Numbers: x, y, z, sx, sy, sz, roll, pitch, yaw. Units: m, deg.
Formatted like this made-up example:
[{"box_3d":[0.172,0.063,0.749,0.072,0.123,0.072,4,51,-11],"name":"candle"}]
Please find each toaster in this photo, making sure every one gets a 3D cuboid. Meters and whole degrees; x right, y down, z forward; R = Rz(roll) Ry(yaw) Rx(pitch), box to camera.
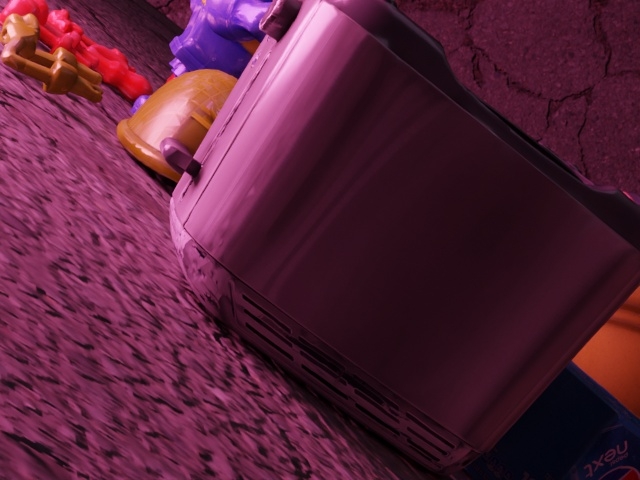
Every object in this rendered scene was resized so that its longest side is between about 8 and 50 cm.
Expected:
[{"box_3d":[0.041,-0.001,0.681,0.227,0.146,0.129,37,6,-17],"name":"toaster"}]

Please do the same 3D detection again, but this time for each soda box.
[{"box_3d":[0.081,0.067,0.789,0.067,0.071,0.210,34,7,-43],"name":"soda box"}]

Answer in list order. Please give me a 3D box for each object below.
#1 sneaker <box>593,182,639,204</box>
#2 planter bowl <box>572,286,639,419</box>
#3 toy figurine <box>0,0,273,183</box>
[{"box_3d":[0.137,-0.014,1.019,0.350,0.148,0.131,49,21,-39],"name":"sneaker"},{"box_3d":[0.168,0.089,0.906,0.217,0.090,0.217,17,-28,10],"name":"planter bowl"},{"box_3d":[-0.068,-0.169,1.003,0.191,0.217,0.362,38,5,-12],"name":"toy figurine"}]
